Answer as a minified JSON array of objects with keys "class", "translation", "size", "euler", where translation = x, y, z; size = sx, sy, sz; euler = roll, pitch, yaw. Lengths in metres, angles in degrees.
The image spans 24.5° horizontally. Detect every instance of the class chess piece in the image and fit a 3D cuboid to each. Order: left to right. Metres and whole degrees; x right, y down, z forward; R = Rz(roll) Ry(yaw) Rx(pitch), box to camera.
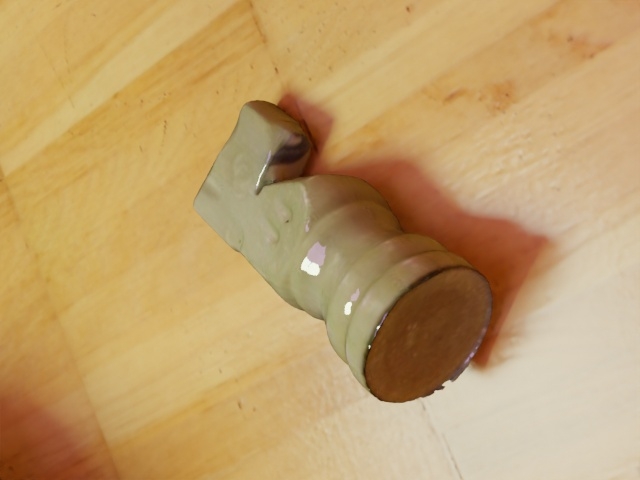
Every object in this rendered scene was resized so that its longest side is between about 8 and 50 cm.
[{"class":"chess piece","translation":[0.000,0.000,0.828],"size":[0.200,0.090,0.090],"euler":[41,117,39]}]
